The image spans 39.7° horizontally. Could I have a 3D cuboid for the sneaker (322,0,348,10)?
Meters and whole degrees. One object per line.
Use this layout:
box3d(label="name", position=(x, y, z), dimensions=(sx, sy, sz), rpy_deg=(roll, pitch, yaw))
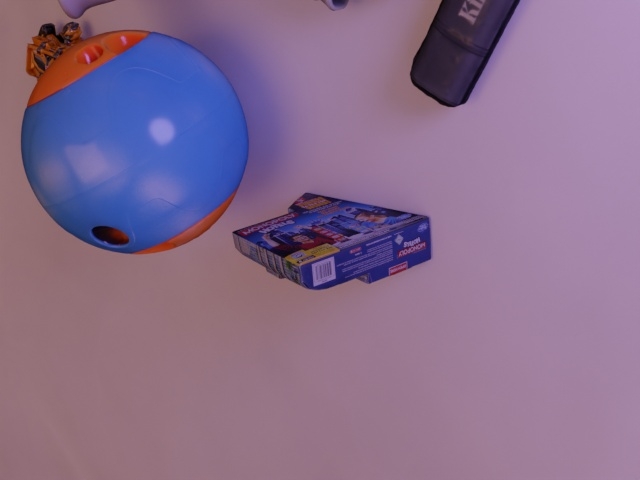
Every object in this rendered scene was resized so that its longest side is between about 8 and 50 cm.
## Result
box3d(label="sneaker", position=(-0.019, -0.317, 0.994), dimensions=(0.262, 0.099, 0.121), rpy_deg=(14, 124, 39))

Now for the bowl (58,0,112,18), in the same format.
box3d(label="bowl", position=(-0.260, -0.429, 1.090), dimensions=(0.298, 0.134, 0.298), rpy_deg=(175, 90, -85))

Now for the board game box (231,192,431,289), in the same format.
box3d(label="board game box", position=(0.000, 0.000, 1.096), dimensions=(0.194, 0.194, 0.060), rpy_deg=(23, 125, 51))

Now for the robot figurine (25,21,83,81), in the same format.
box3d(label="robot figurine", position=(-0.393, -0.198, 1.407), dimensions=(0.211, 0.085, 0.291), rpy_deg=(23, 125, 32))

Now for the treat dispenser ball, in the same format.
box3d(label="treat dispenser ball", position=(-0.238, -0.126, 1.149), dimensions=(0.288, 0.288, 0.288), rpy_deg=(21, 123, 35))

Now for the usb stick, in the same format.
box3d(label="usb stick", position=(0.168, -0.257, 0.883), dimensions=(0.077, 0.045, 0.278), rpy_deg=(43, 133, 20))
